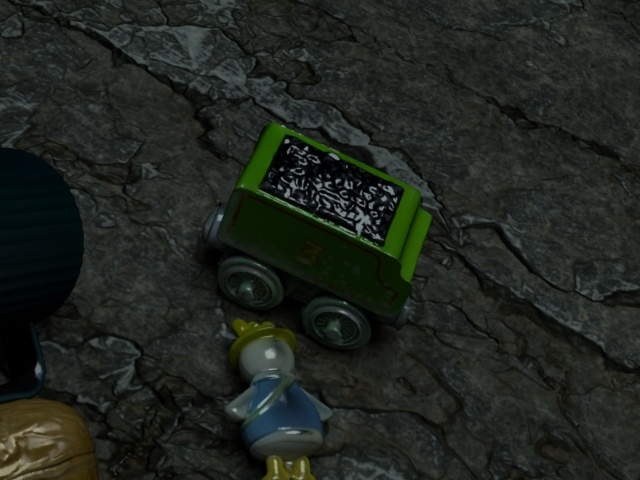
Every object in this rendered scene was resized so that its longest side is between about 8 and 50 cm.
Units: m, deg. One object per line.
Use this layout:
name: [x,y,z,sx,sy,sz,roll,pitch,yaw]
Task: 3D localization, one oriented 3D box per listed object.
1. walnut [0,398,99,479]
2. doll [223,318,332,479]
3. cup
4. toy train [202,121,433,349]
walnut: [-0.340,0.261,1.344,0.197,0.165,0.165,-21,62,-27]
doll: [-0.058,0.198,1.564,0.135,0.098,0.241,-14,54,-5]
cup: [-0.426,0.029,1.396,0.308,0.242,0.292,48,24,15]
toy train: [0.000,0.000,1.656,0.307,0.249,0.173,25,48,-2]
